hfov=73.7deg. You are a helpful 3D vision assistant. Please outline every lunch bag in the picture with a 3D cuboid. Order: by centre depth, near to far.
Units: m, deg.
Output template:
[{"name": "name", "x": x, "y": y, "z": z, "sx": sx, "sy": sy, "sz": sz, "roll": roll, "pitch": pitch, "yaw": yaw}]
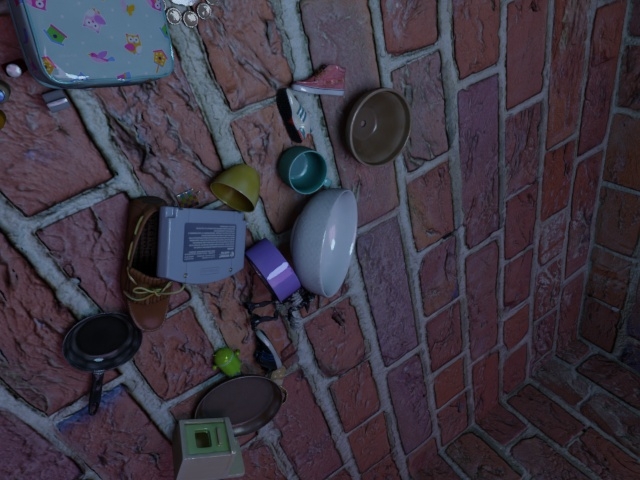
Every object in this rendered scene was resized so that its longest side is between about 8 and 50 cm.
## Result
[{"name": "lunch bag", "x": -0.441, "y": -0.424, "z": 0.847, "sx": 0.279, "sy": 0.108, "sz": 0.223, "roll": -27, "pitch": 115, "yaw": -43}]

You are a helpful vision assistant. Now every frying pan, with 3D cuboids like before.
[{"name": "frying pan", "x": -0.596, "y": 0.332, "z": 1.209, "sx": 0.197, "sy": 0.053, "sz": 0.326, "roll": -18, "pitch": 124, "yaw": -26}]

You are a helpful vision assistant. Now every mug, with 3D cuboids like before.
[{"name": "mug", "x": -0.053, "y": -0.203, "z": 1.267, "sx": 0.129, "sy": 0.097, "sz": 0.157, "roll": -36, "pitch": 129, "yaw": -14}]

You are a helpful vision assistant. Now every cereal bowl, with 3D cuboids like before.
[{"name": "cereal bowl", "x": 0.000, "y": 0.000, "z": 1.329, "sx": 0.339, "sy": 0.141, "sz": 0.338, "roll": 10, "pitch": 90, "yaw": -71}]

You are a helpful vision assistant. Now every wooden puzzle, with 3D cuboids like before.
[{"name": "wooden puzzle", "x": -0.363, "y": -0.111, "z": 1.165, "sx": 0.083, "sy": 0.006, "sz": 0.049, "roll": -27, "pitch": 126, "yaw": -20}]

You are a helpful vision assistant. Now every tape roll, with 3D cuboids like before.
[{"name": "tape roll", "x": -0.147, "y": 0.090, "z": 1.295, "sx": 0.080, "sy": 0.189, "sz": 0.189, "roll": -35, "pitch": 128, "yaw": -13}]

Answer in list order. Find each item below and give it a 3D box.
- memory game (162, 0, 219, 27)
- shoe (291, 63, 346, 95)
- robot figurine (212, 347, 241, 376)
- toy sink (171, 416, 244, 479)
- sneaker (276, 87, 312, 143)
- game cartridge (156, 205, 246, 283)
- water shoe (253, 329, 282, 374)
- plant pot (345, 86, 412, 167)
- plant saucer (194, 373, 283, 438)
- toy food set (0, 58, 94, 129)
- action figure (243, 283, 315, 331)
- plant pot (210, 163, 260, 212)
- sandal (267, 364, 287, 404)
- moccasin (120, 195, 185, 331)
[{"name": "memory game", "x": -0.313, "y": -0.579, "z": 0.954, "sx": 0.186, "sy": 0.012, "sz": 0.186, "roll": -15, "pitch": 121, "yaw": -27}, {"name": "shoe", "x": -0.002, "y": -0.454, "z": 1.197, "sx": 0.178, "sy": 0.063, "sz": 0.081, "roll": -10, "pitch": 117, "yaw": -36}, {"name": "robot figurine", "x": -0.311, "y": 0.404, "z": 1.426, "sx": 0.101, "sy": 0.067, "sz": 0.115, "roll": -30, "pitch": 127, "yaw": -5}, {"name": "toy sink", "x": -0.361, "y": 0.693, "z": 1.431, "sx": 0.234, "sy": 0.152, "sz": 0.131, "roll": 10, "pitch": 114, "yaw": -27}, {"name": "sneaker", "x": -0.067, "y": -0.362, "z": 1.212, "sx": 0.075, "sy": 0.057, "sz": 0.161, "roll": -43, "pitch": 130, "yaw": -30}, {"name": "game cartridge", "x": -0.307, "y": 0.014, "z": 1.129, "sx": 0.297, "sy": 0.062, "sz": 0.198, "roll": -1, "pitch": 100, "yaw": -63}, {"name": "water shoe", "x": -0.197, "y": 0.399, "z": 1.497, "sx": 0.080, "sy": 0.073, "sz": 0.203, "roll": -31, "pitch": 126, "yaw": -15}, {"name": "plant pot", "x": 0.159, "y": -0.353, "z": 1.324, "sx": 0.238, "sy": 0.110, "sz": 0.237, "roll": -15, "pitch": 120, "yaw": -28}, {"name": "plant saucer", "x": -0.289, "y": 0.582, "z": 1.518, "sx": 0.311, "sy": 0.050, "sz": 0.310, "roll": -12, "pitch": 124, "yaw": -18}, {"name": "toy food set", "x": -0.574, "y": -0.305, "z": 0.859, "sx": 0.232, "sy": 0.104, "sz": 0.111, "roll": -28, "pitch": 126, "yaw": -20}, {"name": "action figure", "x": -0.105, "y": 0.217, "z": 1.423, "sx": 0.276, "sy": 0.141, "sz": 0.164, "roll": -18, "pitch": 121, "yaw": -21}, {"name": "plant pot", "x": -0.219, "y": -0.154, "z": 1.174, "sx": 0.134, "sy": 0.134, "sz": 0.095, "roll": 46, "pitch": 60, "yaw": -40}, {"name": "sandal", "x": -0.162, "y": 0.582, "z": 1.609, "sx": 0.088, "sy": 0.079, "sz": 0.239, "roll": -5, "pitch": 116, "yaw": -32}, {"name": "moccasin", "x": -0.438, "y": 0.078, "z": 1.120, "sx": 0.139, "sy": 0.147, "sz": 0.379, "roll": 3, "pitch": 112, "yaw": -35}]
